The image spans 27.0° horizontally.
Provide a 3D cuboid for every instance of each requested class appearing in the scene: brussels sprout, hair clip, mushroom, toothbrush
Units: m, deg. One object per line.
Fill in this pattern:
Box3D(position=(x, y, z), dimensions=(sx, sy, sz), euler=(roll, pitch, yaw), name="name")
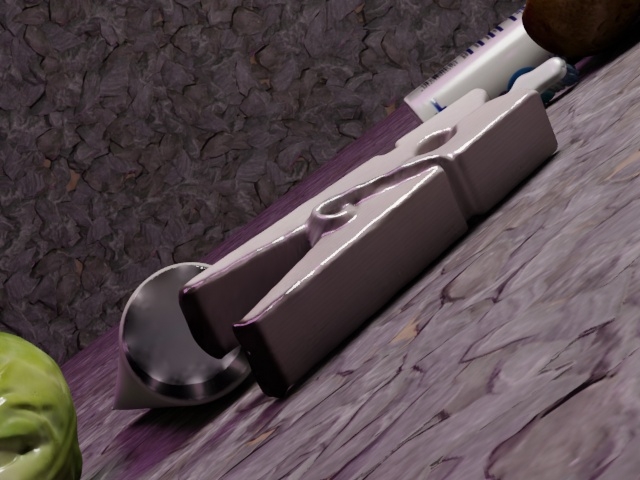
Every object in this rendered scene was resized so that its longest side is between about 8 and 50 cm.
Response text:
Box3D(position=(-0.327, 0.195, 1.206), dimensions=(0.244, 0.244, 0.244), euler=(-37, 5, 4), name="brussels sprout")
Box3D(position=(0.046, -0.010, 1.044), dimensions=(0.331, 0.085, 0.101), euler=(-36, 23, -25), name="hair clip")
Box3D(position=(0.297, -0.315, 1.421), dimensions=(0.253, 0.153, 0.253), euler=(-160, 90, -87), name="mushroom")
Box3D(position=(0.113, -0.081, 1.483), dimensions=(0.418, 0.042, 0.040), euler=(-34, -33, 33), name="toothbrush")

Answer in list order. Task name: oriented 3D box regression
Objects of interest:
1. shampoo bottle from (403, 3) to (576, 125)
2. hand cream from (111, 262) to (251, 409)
Box3D(position=(0.245, -0.224, 1.584), dimensions=(0.303, 0.092, 0.092), euler=(-37, 5, 2), name="shampoo bottle")
Box3D(position=(-0.127, 0.101, 1.260), dimensions=(0.185, 0.118, 0.358), euler=(-41, -2, -10), name="hand cream")
